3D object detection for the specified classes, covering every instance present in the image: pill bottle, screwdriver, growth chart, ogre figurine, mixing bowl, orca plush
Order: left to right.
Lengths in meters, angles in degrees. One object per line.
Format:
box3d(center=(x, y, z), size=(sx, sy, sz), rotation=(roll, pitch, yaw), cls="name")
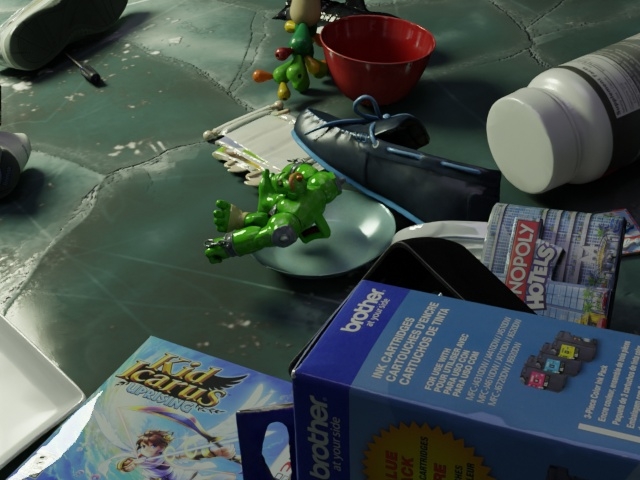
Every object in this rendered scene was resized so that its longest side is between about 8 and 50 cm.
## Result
box3d(center=(-0.422, -0.304, 1.902), size=(0.024, 0.025, 0.170), rotation=(-22, 29, -22), cls="screwdriver")
box3d(center=(-0.073, -0.138, 1.606), size=(0.172, 0.021, 0.237), rotation=(-24, 39, -23), cls="growth chart")
box3d(center=(-0.046, -0.040, 1.341), size=(0.118, 0.097, 0.197), rotation=(-1, 15, 39), cls="ogre figurine")
box3d(center=(0.051, -0.397, 1.866), size=(0.151, 0.102, 0.287), rotation=(-15, 35, -37), cls="orca plush")
box3d(center=(0.087, -0.273, 1.701), size=(0.181, 0.098, 0.181), rotation=(2, 34, -1), cls="mixing bowl")
box3d(center=(0.377, -0.172, 1.471), size=(0.283, 0.161, 0.161), rotation=(-24, 39, -24), cls="pill bottle")

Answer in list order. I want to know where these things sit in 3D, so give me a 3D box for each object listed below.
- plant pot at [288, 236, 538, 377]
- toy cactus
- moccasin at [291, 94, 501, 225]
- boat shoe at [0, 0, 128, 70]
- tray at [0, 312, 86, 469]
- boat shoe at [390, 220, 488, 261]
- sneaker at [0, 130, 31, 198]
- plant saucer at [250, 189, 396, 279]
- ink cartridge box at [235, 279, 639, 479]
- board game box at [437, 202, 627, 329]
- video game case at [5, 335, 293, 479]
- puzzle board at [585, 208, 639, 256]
box3d(center=(0.117, 0.106, 1.064), size=(0.187, 0.188, 0.167), rotation=(44, 27, 9), cls="plant pot")
box3d(center=(-0.036, -0.329, 1.736), size=(0.112, 0.181, 0.219), rotation=(11, 27, 11), cls="toy cactus")
box3d(center=(0.108, -0.112, 1.438), size=(0.342, 0.117, 0.137), rotation=(32, 18, 32), cls="moccasin")
box3d(center=(-0.475, -0.408, 1.972), size=(0.103, 0.118, 0.320), rotation=(6, 41, 36), cls="boat shoe")
box3d(center=(-0.376, 0.161, 1.195), size=(0.145, 0.030, 0.270), rotation=(-38, 45, -22), cls="tray")
box3d(center=(0.197, 0.032, 1.268), size=(0.258, 0.095, 0.084), rotation=(0, 65, 29), cls="boat shoe")
box3d(center=(-0.567, -0.120, 1.600), size=(0.297, 0.111, 0.129), rotation=(7, 24, 6), cls="sneaker")
box3d(center=(0.000, 0.000, 1.384), size=(0.194, 0.037, 0.195), rotation=(-3, 35, 2), cls="plant saucer")
box3d(center=(0.129, 0.199, 0.876), size=(0.395, 0.270, 0.151), rotation=(12, 33, 23), cls="ink cartridge box")
box3d(center=(0.219, 0.050, 1.178), size=(0.194, 0.060, 0.194), rotation=(7, 74, 20), cls="board game box")
box3d(center=(-0.130, 0.218, 1.069), size=(0.269, 0.061, 0.244), rotation=(14, 38, 27), cls="video game case")
box3d(center=(0.341, -0.007, 1.370), size=(0.128, 0.011, 0.096), rotation=(-8, 35, -4), cls="puzzle board")
